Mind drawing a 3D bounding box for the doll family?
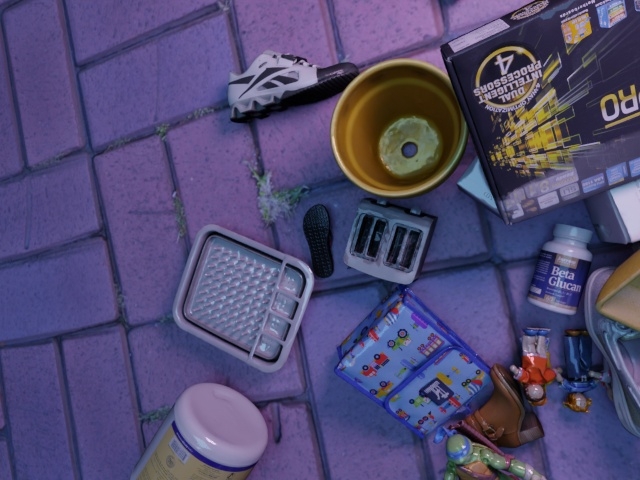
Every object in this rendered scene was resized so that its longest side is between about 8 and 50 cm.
[{"bbox_3d":[0.491,0.261,0.956,0.262,0.118,0.163,3,85,-3],"label":"doll family"}]

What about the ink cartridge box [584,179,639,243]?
[{"bbox_3d":[0.640,-0.095,0.844,0.272,0.198,0.115,-22,85,17],"label":"ink cartridge box"}]

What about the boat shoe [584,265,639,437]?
[{"bbox_3d":[0.574,0.202,0.857,0.118,0.103,0.320,-9,84,-6],"label":"boat shoe"}]

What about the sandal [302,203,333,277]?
[{"bbox_3d":[0.000,0.000,1.137,0.067,0.040,0.179,-1,105,23],"label":"sandal"}]

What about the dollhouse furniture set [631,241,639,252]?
[{"bbox_3d":[0.598,0.049,0.929,0.114,0.091,0.081,-28,68,19],"label":"dollhouse furniture set"}]

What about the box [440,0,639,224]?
[{"bbox_3d":[0.425,-0.233,0.731,0.394,0.097,0.318,-21,121,17],"label":"box"}]

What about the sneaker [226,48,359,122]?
[{"bbox_3d":[-0.077,-0.386,1.105,0.330,0.122,0.146,-10,90,17],"label":"sneaker"}]

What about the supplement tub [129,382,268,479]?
[{"bbox_3d":[-0.301,0.537,1.131,0.241,0.241,0.331,36,101,14],"label":"supplement tub"}]

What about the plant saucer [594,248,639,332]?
[{"bbox_3d":[0.661,0.037,0.758,0.332,0.081,0.333,23,124,-16],"label":"plant saucer"}]

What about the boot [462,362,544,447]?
[{"bbox_3d":[0.353,0.359,0.991,0.152,0.073,0.197,-27,99,23],"label":"boot"}]

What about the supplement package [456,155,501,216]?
[{"bbox_3d":[0.402,-0.169,0.951,0.139,0.134,0.244,38,101,14],"label":"supplement package"}]

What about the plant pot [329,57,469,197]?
[{"bbox_3d":[0.171,-0.204,0.969,0.254,0.239,0.254,0,90,18],"label":"plant pot"}]

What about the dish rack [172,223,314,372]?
[{"bbox_3d":[-0.187,0.135,1.176,0.332,0.072,0.286,22,98,16],"label":"dish rack"}]

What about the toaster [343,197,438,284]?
[{"bbox_3d":[0.149,0.005,1.048,0.168,0.110,0.186,18,97,17],"label":"toaster"}]

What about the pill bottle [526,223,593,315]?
[{"bbox_3d":[0.482,0.056,0.951,0.094,0.094,0.169,15,95,17],"label":"pill bottle"}]

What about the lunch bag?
[{"bbox_3d":[0.212,0.278,1.040,0.293,0.138,0.221,41,102,-4],"label":"lunch bag"}]

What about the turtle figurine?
[{"bbox_3d":[0.333,0.505,0.906,0.198,0.266,0.274,-49,35,-11],"label":"turtle figurine"}]
